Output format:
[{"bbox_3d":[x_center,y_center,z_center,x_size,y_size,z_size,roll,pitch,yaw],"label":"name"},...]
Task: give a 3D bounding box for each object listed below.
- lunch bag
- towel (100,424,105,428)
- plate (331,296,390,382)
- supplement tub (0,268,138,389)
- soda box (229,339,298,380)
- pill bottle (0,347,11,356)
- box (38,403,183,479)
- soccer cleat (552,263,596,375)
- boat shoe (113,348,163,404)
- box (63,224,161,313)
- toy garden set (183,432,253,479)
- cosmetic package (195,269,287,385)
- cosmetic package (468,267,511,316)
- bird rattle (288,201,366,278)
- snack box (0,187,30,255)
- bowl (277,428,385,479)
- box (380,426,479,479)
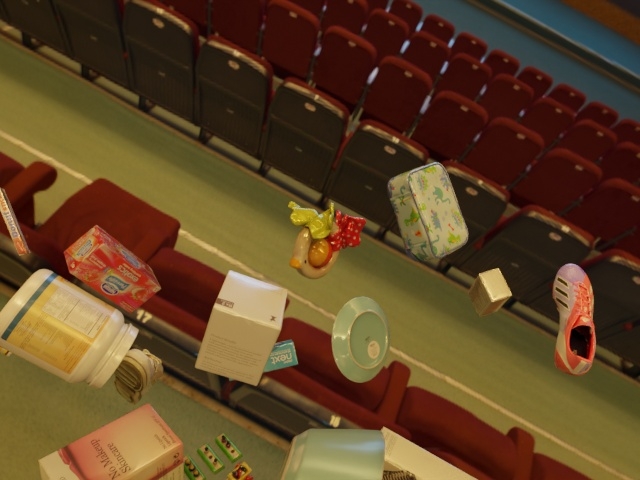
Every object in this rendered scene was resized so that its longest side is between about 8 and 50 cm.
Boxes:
[{"bbox_3d":[0.260,-0.067,1.164,0.176,0.090,0.219,-24,96,-39],"label":"lunch bag"},{"bbox_3d":[-0.625,0.680,1.352,0.243,0.040,0.336,8,35,20],"label":"towel"},{"bbox_3d":[0.100,0.219,1.079,0.188,0.024,0.188,8,78,-41],"label":"plate"},{"bbox_3d":[-0.442,0.158,0.853,0.199,0.144,0.144,37,42,-18],"label":"supplement tub"},{"bbox_3d":[-0.180,0.362,1.481,0.210,0.067,0.071,-11,88,-10],"label":"soda box"},{"bbox_3d":[-0.969,0.293,1.472,0.116,0.065,0.065,42,42,-15],"label":"pill bottle"},{"bbox_3d":[-0.416,0.469,0.987,0.148,0.127,0.232,29,34,35],"label":"box"},{"bbox_3d":[0.524,0.151,0.991,0.083,0.095,0.248,14,64,8],"label":"soccer cleat"},{"bbox_3d":[-0.484,0.342,1.297,0.113,0.302,0.103,41,53,2],"label":"boat shoe"},{"bbox_3d":[-0.629,0.092,1.486,0.128,0.257,0.122,-41,45,-5],"label":"box"},{"bbox_3d":[-0.353,0.733,1.539,0.244,0.049,0.203,-22,38,-37],"label":"toy garden set"},{"bbox_3d":[-0.178,0.199,1.113,0.151,0.184,0.151,20,28,-8],"label":"cosmetic package"},{"bbox_3d":[0.326,0.103,0.943,0.041,0.115,0.060,-18,68,-2],"label":"cosmetic package"},{"bbox_3d":[0.000,0.000,1.277,0.143,0.207,0.253,22,-4,28],"label":"bird rattle"},{"bbox_3d":[-0.794,-0.047,1.251,0.022,0.064,0.178,-22,98,-24],"label":"snack box"},{"bbox_3d":[-0.006,0.489,0.923,0.163,0.312,0.312,19,44,3],"label":"bowl"},{"bbox_3d":[0.250,0.600,1.226,0.275,0.113,0.094,25,34,15],"label":"box"}]
